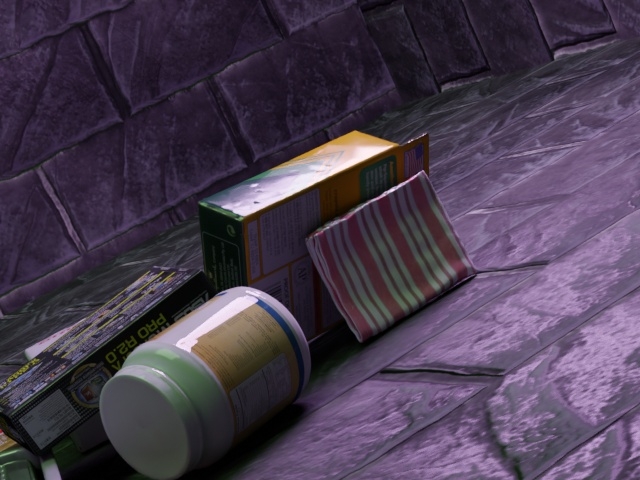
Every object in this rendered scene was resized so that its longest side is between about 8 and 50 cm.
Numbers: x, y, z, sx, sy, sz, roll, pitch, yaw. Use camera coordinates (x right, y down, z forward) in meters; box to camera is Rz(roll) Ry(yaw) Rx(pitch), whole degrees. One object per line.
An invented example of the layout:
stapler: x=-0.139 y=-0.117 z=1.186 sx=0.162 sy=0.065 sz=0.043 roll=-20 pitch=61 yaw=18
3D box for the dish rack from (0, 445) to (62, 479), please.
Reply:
dish rack: x=-0.397 y=0.308 z=1.641 sx=0.286 sy=0.072 sz=0.333 roll=-19 pitch=9 yaw=-11

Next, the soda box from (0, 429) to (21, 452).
soda box: x=-0.394 y=0.273 z=1.993 sx=0.061 sy=0.058 sz=0.181 roll=-28 pitch=9 yaw=-18

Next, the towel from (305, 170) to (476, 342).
towel: x=0.087 y=0.017 z=1.881 sx=0.197 sy=0.144 sz=0.029 roll=-29 pitch=3 yaw=-30

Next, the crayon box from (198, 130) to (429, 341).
crayon box: x=0.000 y=0.000 z=1.935 sx=0.083 sy=0.203 sz=0.323 roll=21 pitch=35 yaw=40

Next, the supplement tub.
supplement tub: x=-0.119 y=0.150 z=1.666 sx=0.144 sy=0.144 sz=0.200 roll=-17 pitch=12 yaw=44

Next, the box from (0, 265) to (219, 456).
box: x=-0.253 y=0.132 z=1.832 sx=0.270 sy=0.060 sz=0.216 roll=-38 pitch=12 yaw=-17

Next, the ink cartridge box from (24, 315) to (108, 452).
ink cartridge box: x=-0.267 y=0.163 z=2.095 sx=0.201 sy=0.117 sz=0.278 roll=-27 pitch=9 yaw=-13
